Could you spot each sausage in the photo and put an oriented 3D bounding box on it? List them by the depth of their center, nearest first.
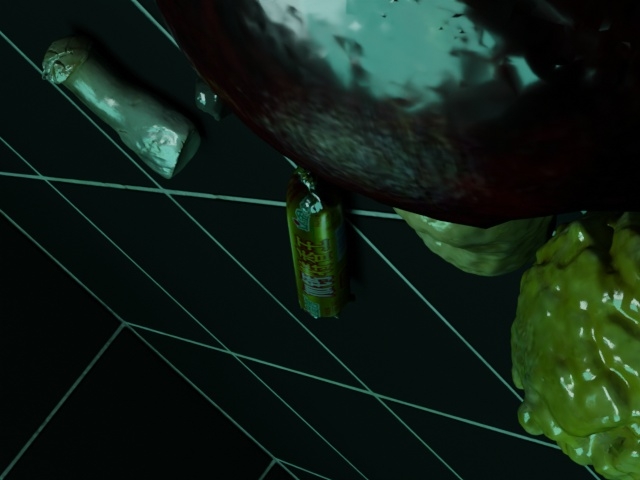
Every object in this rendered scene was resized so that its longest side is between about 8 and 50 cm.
[{"bbox_3d":[0.000,0.000,1.986,0.082,0.082,0.371,33,163,15],"label":"sausage"}]

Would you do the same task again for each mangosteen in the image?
[{"bbox_3d":[0.101,-0.197,0.762,0.381,0.381,0.421,33,-162,16],"label":"mangosteen"}]

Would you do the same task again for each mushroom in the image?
[{"bbox_3d":[-0.250,-0.173,2.028,0.223,0.081,0.092,40,-178,-2],"label":"mushroom"}]

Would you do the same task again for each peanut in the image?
[{"bbox_3d":[0.147,-0.051,1.406,0.143,0.159,0.291,55,-175,15],"label":"peanut"}]

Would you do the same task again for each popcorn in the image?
[{"bbox_3d":[0.282,0.087,1.382,0.225,0.249,0.249,4,-175,-34],"label":"popcorn"}]

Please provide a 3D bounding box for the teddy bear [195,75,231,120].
[{"bbox_3d":[-0.015,-0.152,1.456,0.251,0.171,0.144,37,145,23],"label":"teddy bear"}]
